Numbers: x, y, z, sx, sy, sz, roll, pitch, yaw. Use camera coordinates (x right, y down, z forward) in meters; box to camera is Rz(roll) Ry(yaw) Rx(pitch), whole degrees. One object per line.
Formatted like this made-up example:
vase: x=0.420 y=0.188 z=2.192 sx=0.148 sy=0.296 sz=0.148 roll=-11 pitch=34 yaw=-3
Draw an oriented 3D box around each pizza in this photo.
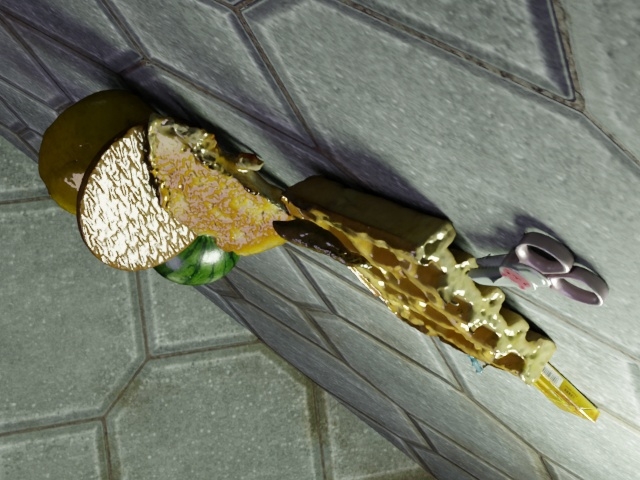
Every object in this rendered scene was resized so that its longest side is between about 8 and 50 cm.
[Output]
pizza: x=-0.160 y=-0.085 z=2.048 sx=0.297 sy=0.071 sz=0.189 roll=34 pitch=135 yaw=-22

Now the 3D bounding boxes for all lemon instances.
lemon: x=-0.342 y=-0.136 z=2.163 sx=0.260 sy=0.204 sz=0.204 roll=-25 pitch=126 yaw=34

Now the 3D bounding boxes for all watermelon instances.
watermelon: x=-0.217 y=-0.016 z=2.340 sx=0.188 sy=0.188 sz=0.214 roll=39 pitch=159 yaw=-14

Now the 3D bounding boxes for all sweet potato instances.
sweet potato: x=-0.002 y=0.000 z=1.790 sx=0.153 sy=0.038 sz=0.041 roll=25 pitch=-174 yaw=23

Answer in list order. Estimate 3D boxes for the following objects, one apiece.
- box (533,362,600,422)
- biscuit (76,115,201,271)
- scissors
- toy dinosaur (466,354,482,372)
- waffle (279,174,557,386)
box: x=0.342 y=0.213 z=2.016 sx=0.156 sy=0.022 sz=0.089 roll=43 pitch=169 yaw=-26
biscuit: x=-0.265 y=-0.074 z=2.080 sx=0.037 sy=0.262 sz=0.262 roll=36 pitch=171 yaw=42
scissors: x=0.242 y=0.036 z=1.593 sx=0.118 sy=0.030 sz=0.242 roll=40 pitch=164 yaw=-15
toy dinosaur: x=0.232 y=0.154 z=2.033 sx=0.080 sy=0.045 sz=0.197 roll=57 pitch=173 yaw=-15
waffle: x=0.130 y=0.048 z=1.857 sx=0.304 sy=0.077 sz=0.348 roll=25 pitch=164 yaw=48
